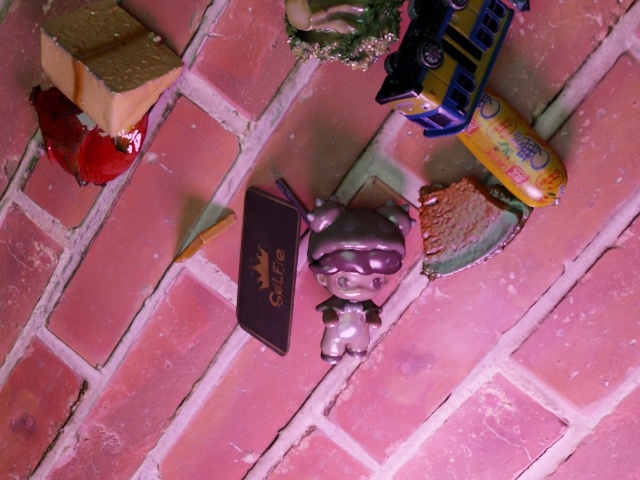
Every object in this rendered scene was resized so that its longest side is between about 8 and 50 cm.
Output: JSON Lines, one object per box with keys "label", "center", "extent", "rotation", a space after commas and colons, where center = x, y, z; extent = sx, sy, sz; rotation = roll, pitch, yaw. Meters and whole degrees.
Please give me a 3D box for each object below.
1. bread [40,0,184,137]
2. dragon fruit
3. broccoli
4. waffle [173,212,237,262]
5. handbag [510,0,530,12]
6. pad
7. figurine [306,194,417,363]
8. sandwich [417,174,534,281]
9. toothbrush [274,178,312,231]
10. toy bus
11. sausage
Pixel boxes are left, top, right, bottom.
{"label": "bread", "center": [-0.486, -0.409, 1.821], "extent": [0.263, 0.236, 0.198], "rotation": [42, 146, 5]}
{"label": "dragon fruit", "center": [-0.577, -0.265, 1.924], "extent": [0.344, 0.100, 0.282], "rotation": [-6, 106, 20]}
{"label": "broccoli", "center": [0.034, -0.479, 1.599], "extent": [0.288, 0.259, 0.235], "rotation": [19, 151, 32]}
{"label": "waffle", "center": [-0.291, -0.001, 1.942], "extent": [0.032, 0.125, 0.191], "rotation": [52, 146, -3]}
{"label": "handbag", "center": [0.345, -0.514, 1.483], "extent": [0.179, 0.229, 0.062], "rotation": [39, 115, 4]}
{"label": "pad", "center": [-0.130, 0.082, 1.792], "extent": [0.315, 0.063, 0.375], "rotation": [23, 114, 48]}
{"label": "figurine", "center": [0.075, 0.086, 1.733], "extent": [0.249, 0.203, 0.380], "rotation": [3, 104, -9]}
{"label": "sandwich", "center": [0.317, -0.036, 1.679], "extent": [0.292, 0.109, 0.212], "rotation": [-16, 99, 21]}
{"label": "toothbrush", "center": [0.000, 0.000, 1.838], "extent": [0.029, 0.024, 0.354], "rotation": [-36, 92, 31]}
{"label": "toy bus", "center": [0.242, -0.363, 1.513], "extent": [0.175, 0.138, 0.287], "rotation": [30, 76, -28]}
{"label": "sausage", "center": [0.383, -0.202, 1.607], "extent": [0.347, 0.123, 0.123], "rotation": [46, 112, 2]}
